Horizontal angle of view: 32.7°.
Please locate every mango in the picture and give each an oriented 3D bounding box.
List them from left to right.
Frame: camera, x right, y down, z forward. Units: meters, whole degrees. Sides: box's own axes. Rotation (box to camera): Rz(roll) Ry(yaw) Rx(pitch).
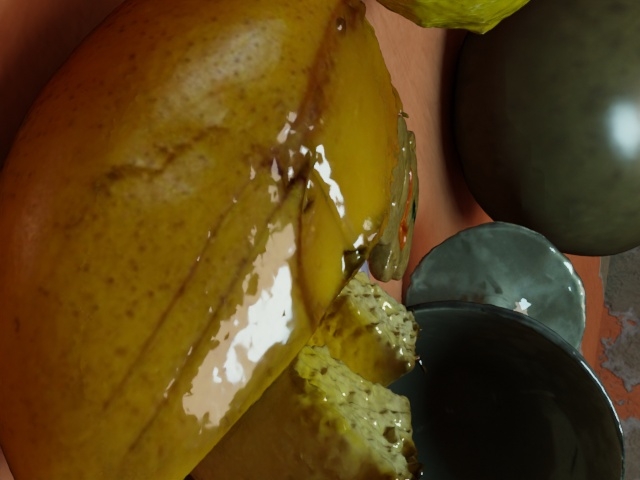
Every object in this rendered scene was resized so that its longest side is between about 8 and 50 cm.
[{"bbox_3d":[-0.073,-0.006,0.598,0.201,0.199,0.350,91,21,-59],"label":"mango"}]

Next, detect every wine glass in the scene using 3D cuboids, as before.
[{"bbox_3d":[0.154,0.128,1.040,0.406,0.267,0.267,-44,134,-70],"label":"wine glass"}]

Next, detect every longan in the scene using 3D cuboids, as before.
[{"bbox_3d":[0.320,-0.161,1.372,0.361,0.361,0.361,4,90,-67],"label":"longan"}]

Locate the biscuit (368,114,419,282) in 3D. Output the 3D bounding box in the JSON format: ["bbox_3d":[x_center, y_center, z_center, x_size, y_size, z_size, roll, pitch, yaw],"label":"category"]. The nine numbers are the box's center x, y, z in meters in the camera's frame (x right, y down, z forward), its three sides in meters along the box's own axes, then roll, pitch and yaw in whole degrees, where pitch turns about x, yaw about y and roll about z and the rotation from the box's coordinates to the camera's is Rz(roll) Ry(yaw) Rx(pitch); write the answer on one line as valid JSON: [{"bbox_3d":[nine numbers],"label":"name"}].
[{"bbox_3d":[0.074,-0.045,1.090,0.225,0.036,0.166,65,35,-64],"label":"biscuit"}]

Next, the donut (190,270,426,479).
[{"bbox_3d":[-0.018,0.110,0.679,0.101,0.152,0.259,45,15,-10],"label":"donut"}]

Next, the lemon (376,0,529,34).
[{"bbox_3d":[0.116,-0.301,0.947,0.288,0.233,0.233,-16,108,-75],"label":"lemon"}]

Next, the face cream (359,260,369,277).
[{"bbox_3d":[0.000,0.000,0.916,0.274,0.096,0.154,-71,154,-61],"label":"face cream"}]
